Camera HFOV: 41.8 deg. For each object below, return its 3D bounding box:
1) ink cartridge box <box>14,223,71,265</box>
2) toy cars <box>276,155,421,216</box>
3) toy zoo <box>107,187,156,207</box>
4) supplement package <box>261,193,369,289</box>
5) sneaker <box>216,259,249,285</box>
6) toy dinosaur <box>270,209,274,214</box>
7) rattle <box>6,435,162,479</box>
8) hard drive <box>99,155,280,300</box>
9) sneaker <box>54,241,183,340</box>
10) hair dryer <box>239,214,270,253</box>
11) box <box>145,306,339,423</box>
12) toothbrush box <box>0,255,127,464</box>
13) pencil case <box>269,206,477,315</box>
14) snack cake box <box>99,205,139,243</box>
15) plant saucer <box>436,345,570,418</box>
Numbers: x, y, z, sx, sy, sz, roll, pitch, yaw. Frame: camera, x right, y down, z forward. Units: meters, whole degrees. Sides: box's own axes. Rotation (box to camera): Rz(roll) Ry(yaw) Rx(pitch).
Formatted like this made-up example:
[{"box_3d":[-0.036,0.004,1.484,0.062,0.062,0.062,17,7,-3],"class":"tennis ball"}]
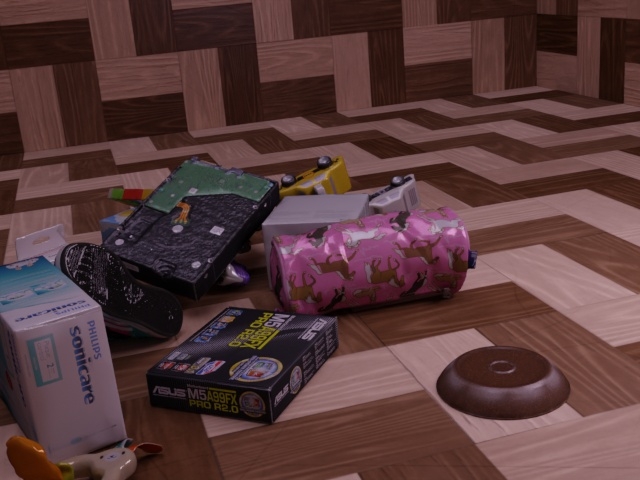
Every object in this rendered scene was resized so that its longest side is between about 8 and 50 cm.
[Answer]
[{"box_3d":[-0.495,0.079,1.577,0.067,0.198,0.115,8,23,35],"class":"ink cartridge box"},{"box_3d":[0.078,-0.092,1.945,0.394,0.176,0.087,11,23,-32],"class":"toy cars"},{"box_3d":[-0.385,-0.092,2.145,0.293,0.030,0.192,4,-11,45],"class":"toy zoo"},{"box_3d":[0.000,0.000,1.769,0.194,0.149,0.203,-1,18,12],"class":"supplement package"},{"box_3d":[-0.192,0.068,1.784,0.071,0.068,0.170,17,8,-21],"class":"sneaker"},{"box_3d":[-0.154,-0.061,2.146,0.268,0.064,0.118,5,14,18],"class":"toy dinosaur"},{"box_3d":[-0.301,0.264,1.075,0.130,0.142,0.200,-12,13,47],"class":"rattle"},{"box_3d":[-0.265,-0.035,1.748,0.237,0.064,0.339,18,48,19],"class":"hard drive"},{"box_3d":[-0.398,0.098,1.473,0.179,0.295,0.123,-10,58,27],"class":"sneaker"},{"box_3d":[-0.227,-0.060,1.893,0.224,0.080,0.293,9,21,9],"class":"hair dryer"},{"box_3d":[-0.118,0.192,1.360,0.216,0.060,0.270,3,20,24],"class":"box"},{"box_3d":[-0.413,0.169,1.257,0.126,0.216,0.296,-17,23,-30],"class":"toothbrush box"},{"box_3d":[0.091,0.045,1.582,0.386,0.160,0.167,-9,45,-11],"class":"pencil case"},{"box_3d":[-0.381,-0.016,2.013,0.264,0.089,0.152,7,20,32],"class":"snack cake box"},{"box_3d":[0.273,0.204,1.264,0.199,0.036,0.198,-5,18,2],"class":"plant saucer"}]
